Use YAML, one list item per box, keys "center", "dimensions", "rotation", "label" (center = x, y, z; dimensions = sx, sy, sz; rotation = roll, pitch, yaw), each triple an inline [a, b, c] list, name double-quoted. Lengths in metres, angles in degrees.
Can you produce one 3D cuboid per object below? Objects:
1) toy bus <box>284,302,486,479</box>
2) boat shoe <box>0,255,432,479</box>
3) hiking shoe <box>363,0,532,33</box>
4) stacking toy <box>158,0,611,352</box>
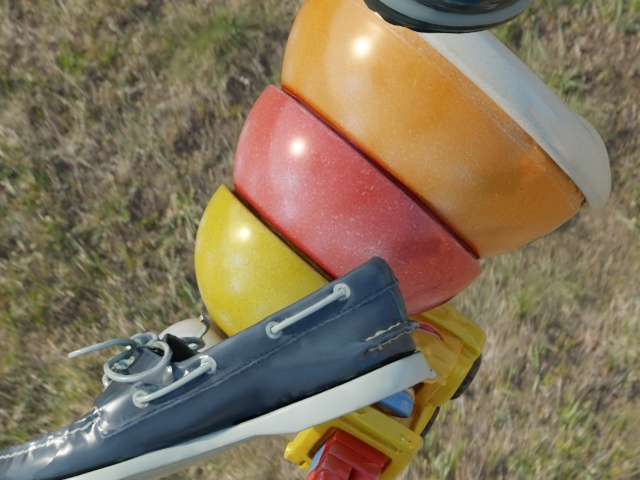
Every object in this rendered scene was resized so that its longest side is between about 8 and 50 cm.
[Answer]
- center: [0.054, 0.180, 1.215]
  dimensions: [0.149, 0.220, 0.211]
  rotation: [32, 43, -4]
  label: "toy bus"
- center: [-0.069, 0.081, 0.625]
  dimensions: [0.254, 0.095, 0.079]
  rotation: [-21, 83, 15]
  label: "boat shoe"
- center: [0.050, -0.242, 0.461]
  dimensions: [0.113, 0.132, 0.304]
  rotation: [-11, 79, -16]
  label: "hiking shoe"
- center: [0.000, 0.000, 1.095]
  dimensions: [0.350, 0.350, 0.480]
  rotation: [43, 95, 16]
  label: "stacking toy"
